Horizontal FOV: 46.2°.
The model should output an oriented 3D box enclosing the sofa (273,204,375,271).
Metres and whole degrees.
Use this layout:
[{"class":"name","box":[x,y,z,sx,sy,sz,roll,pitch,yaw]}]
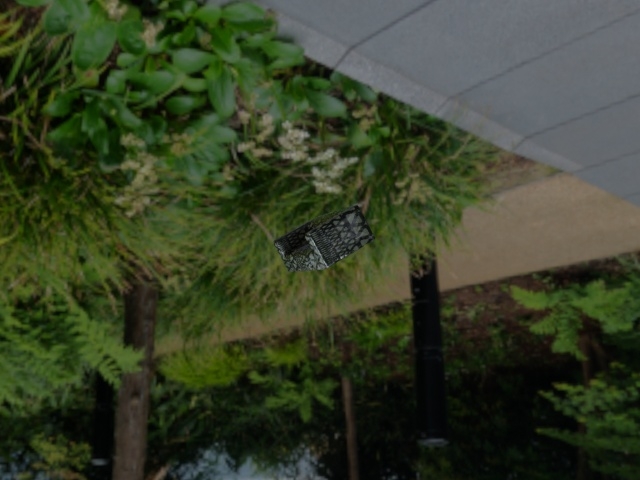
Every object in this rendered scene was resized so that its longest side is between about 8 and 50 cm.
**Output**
[{"class":"sofa","box":[0.000,0.000,0.724,0.060,0.039,0.118,-32,-174,-18]}]
